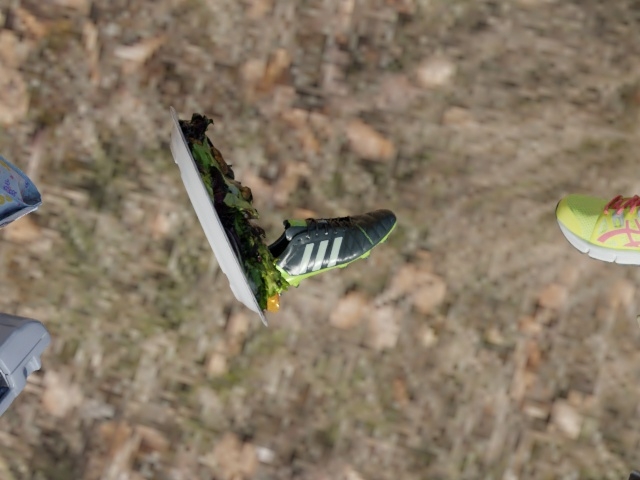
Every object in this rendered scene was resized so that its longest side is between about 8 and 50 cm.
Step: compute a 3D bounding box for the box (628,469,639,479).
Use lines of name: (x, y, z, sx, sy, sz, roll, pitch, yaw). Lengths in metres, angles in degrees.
box: (0.469, 0.508, 2.173, 0.293, 0.212, 0.395, 18, 93, -31)

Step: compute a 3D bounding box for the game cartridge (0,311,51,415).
game cartridge: (-0.375, 0.156, 1.489, 0.294, 0.196, 0.060, -53, 133, -35)

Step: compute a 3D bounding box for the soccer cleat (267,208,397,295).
soccer cleat: (0.000, 0.000, 2.088, 0.060, 0.179, 0.072, -111, 175, -64)

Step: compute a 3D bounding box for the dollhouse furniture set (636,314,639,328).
dollhouse furniture set: (0.298, 0.018, 1.343, 0.161, 0.101, 0.182, -11, 81, -50)

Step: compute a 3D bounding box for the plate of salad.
plate of salad: (-0.075, -0.024, 1.526, 0.200, 0.048, 0.200, 157, -90, -90)

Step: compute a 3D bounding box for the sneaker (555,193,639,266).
sneaker: (0.336, -0.022, 1.857, 0.081, 0.208, 0.094, -38, 137, -47)

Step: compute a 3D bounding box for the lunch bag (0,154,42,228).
lunch bag: (-0.297, -0.036, 1.638, 0.083, 0.071, 0.053, 41, 31, -50)
